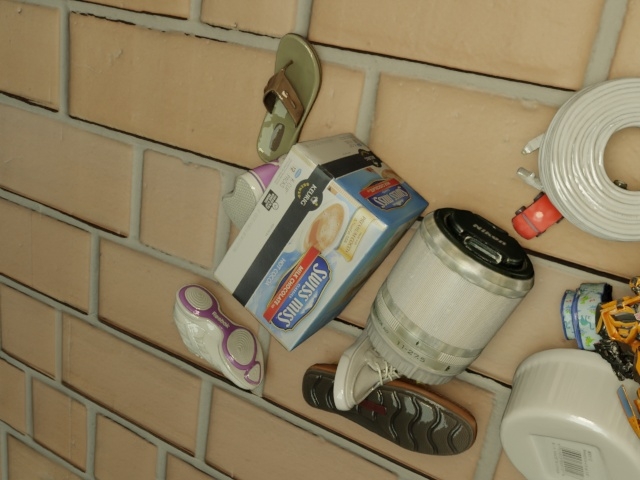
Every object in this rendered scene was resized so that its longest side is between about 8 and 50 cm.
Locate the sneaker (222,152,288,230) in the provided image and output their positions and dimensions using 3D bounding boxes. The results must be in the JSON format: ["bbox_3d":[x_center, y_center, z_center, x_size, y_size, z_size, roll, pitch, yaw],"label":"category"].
[{"bbox_3d":[-0.112,-0.103,1.292,0.102,0.161,0.282,57,157,-3],"label":"sneaker"}]

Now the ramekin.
[{"bbox_3d":[0.446,0.332,1.028,0.277,0.135,0.277,24,138,24],"label":"ramekin"}]

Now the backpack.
[{"bbox_3d":[0.461,0.135,1.033,0.084,0.114,0.105,-8,100,30],"label":"backpack"}]

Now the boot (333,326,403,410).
[{"bbox_3d":[0.122,0.239,1.168,0.123,0.258,0.095,-2,114,26],"label":"boot"}]

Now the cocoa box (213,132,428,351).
[{"bbox_3d":[0.000,0.000,1.182,0.228,0.231,0.347,43,119,13],"label":"cocoa box"}]

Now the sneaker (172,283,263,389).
[{"bbox_3d":[-0.254,0.249,1.480,0.305,0.114,0.152,48,134,14],"label":"sneaker"}]

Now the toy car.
[{"bbox_3d":[0.432,-0.114,1.017,0.238,0.053,0.225,-6,101,30],"label":"toy car"}]

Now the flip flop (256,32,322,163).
[{"bbox_3d":[-0.079,-0.283,1.237,0.112,0.080,0.277,30,116,19],"label":"flip flop"}]

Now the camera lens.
[{"bbox_3d":[0.232,0.095,1.088,0.219,0.219,0.274,37,118,15],"label":"camera lens"}]

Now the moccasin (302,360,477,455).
[{"bbox_3d":[0.146,0.341,1.256,0.379,0.147,0.139,4,98,34],"label":"moccasin"}]

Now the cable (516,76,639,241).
[{"bbox_3d":[0.474,-0.127,0.923,0.257,0.089,0.257,44,95,7],"label":"cable"}]

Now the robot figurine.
[{"bbox_3d":[0.509,0.185,0.856,0.211,0.085,0.291,-37,61,43],"label":"robot figurine"}]
